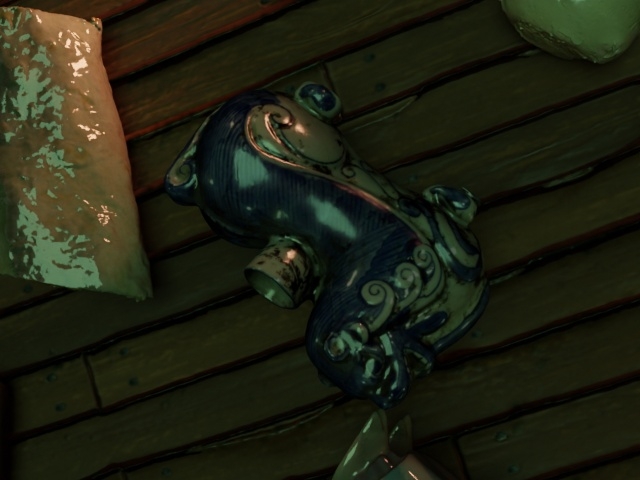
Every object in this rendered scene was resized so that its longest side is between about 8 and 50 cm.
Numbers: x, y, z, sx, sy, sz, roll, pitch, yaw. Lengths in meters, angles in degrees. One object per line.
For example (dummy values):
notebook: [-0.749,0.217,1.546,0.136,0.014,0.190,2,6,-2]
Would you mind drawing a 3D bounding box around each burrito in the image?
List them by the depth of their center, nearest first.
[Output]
burrito: [-0.256,-0.075,0.777,0.143,0.105,0.299,-13,83,6]

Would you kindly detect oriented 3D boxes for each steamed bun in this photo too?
steamed bun: [0.225,-0.221,0.700,0.130,0.091,0.112,32,91,11]

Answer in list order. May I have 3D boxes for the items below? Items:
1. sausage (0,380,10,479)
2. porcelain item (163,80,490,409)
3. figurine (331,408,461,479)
sausage: [-0.344,0.200,0.792,0.076,0.076,0.141,0,90,11]
porcelain item: [0.000,0.000,0.679,0.288,0.138,0.186,37,64,6]
figurine: [0.072,0.390,0.607,0.361,0.266,0.378,39,86,23]
